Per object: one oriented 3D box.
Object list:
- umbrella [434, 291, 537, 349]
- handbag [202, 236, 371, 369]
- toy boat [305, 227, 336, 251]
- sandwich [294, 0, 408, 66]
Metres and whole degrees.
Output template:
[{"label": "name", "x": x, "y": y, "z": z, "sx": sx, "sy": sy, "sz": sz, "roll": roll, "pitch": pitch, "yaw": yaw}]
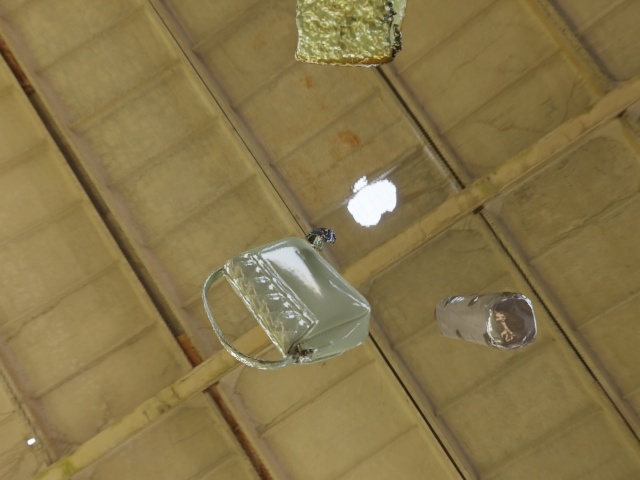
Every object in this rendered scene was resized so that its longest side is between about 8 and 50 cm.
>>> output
[{"label": "umbrella", "x": 0.225, "y": 0.114, "z": 0.902, "sx": 0.067, "sy": 0.337, "sz": 0.073, "roll": -1, "pitch": -96, "yaw": -3}, {"label": "handbag", "x": -0.067, "y": 0.099, "z": 0.944, "sx": 0.219, "sy": 0.079, "sz": 0.256, "roll": -17, "pitch": -141, "yaw": -26}, {"label": "toy boat", "x": 0.000, "y": 0.000, "z": 0.970, "sx": 0.038, "sy": 0.083, "sz": 0.038, "roll": 2, "pitch": -95, "yaw": -22}, {"label": "sandwich", "x": 0.049, "y": -0.319, "z": 0.738, "sx": 0.128, "sy": 0.122, "sz": 0.235, "roll": 6, "pitch": -135, "yaw": 12}]
